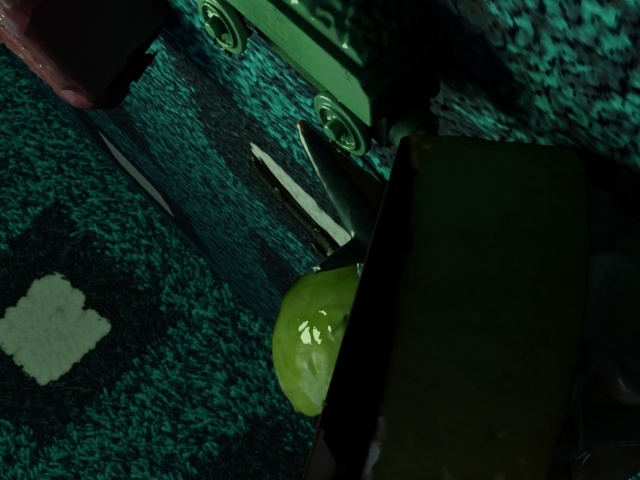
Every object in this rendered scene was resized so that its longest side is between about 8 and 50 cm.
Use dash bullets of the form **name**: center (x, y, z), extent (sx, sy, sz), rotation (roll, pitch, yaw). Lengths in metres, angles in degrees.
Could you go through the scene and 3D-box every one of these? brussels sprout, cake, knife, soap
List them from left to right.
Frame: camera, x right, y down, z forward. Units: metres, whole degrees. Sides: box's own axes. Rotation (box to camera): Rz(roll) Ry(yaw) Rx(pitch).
- **soap**: center (-0.264, -0.249, 1.263), extent (0.325, 0.127, 0.220), rotation (48, 173, -13)
- **knife**: center (-0.002, 0.000, 1.516), extent (0.222, 0.021, 0.045), rotation (48, 170, -6)
- **brussels sprout**: center (0.013, 0.086, 1.401), extent (0.122, 0.151, 0.149), rotation (51, 178, 2)
- **cake**: center (0.095, 0.059, 0.699), extent (0.178, 0.208, 0.185), rotation (19, 169, 1)

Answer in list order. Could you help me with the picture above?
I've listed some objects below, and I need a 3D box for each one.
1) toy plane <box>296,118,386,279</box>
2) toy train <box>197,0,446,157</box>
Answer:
- **toy plane**: center (0.069, 0.052, 1.079), extent (0.326, 0.104, 0.223), rotation (50, 146, 0)
- **toy train**: center (-0.004, -0.115, 0.760), extent (0.172, 0.070, 0.099), rotation (43, 161, 23)
